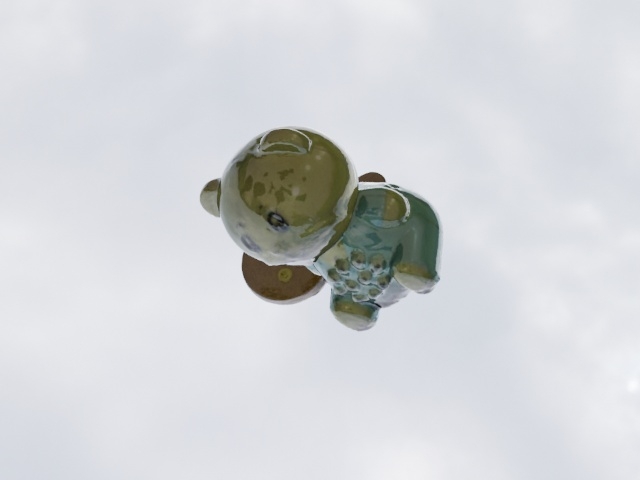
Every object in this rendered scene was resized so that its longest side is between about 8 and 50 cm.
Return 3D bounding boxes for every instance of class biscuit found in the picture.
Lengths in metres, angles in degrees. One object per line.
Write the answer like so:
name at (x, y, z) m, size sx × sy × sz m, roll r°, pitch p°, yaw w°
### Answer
biscuit at (0.000, 0.000, 1.790) m, size 0.236 × 0.039 × 0.180 m, roll -31°, pitch -125°, yaw 5°

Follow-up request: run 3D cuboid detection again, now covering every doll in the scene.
doll at (0.004, -0.028, 1.520) m, size 0.260 × 0.177 × 0.162 m, roll 28°, pitch -130°, yaw -26°
